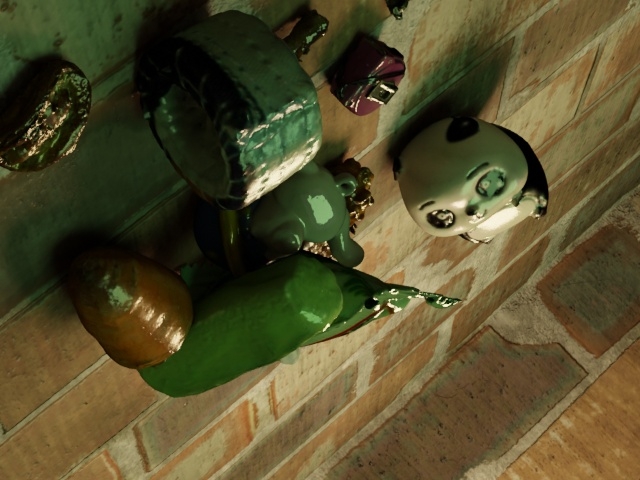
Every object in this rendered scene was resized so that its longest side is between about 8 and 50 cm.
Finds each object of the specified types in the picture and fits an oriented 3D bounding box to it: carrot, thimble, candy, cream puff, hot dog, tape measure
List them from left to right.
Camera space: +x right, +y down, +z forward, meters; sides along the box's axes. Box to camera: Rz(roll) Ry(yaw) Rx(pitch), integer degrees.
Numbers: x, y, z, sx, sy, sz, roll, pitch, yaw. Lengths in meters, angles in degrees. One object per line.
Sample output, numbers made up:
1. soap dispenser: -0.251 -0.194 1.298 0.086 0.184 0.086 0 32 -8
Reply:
1. hot dog: -0.315 -0.136 1.486 0.147 0.065 0.099 -46 151 6
2. carrot: -0.281 0.081 1.852 0.159 0.159 0.225 -45 159 -3
3. thimble: -0.107 -0.159 1.606 0.150 0.237 0.237 -36 158 -25
4. candy: -0.132 0.127 1.982 0.343 0.142 0.132 -26 -156 31
5. candy: 0.007 0.087 2.150 0.263 0.398 0.172 -14 100 -69
6. cream puff: 0.043 -0.081 2.275 0.116 0.122 0.094 -11 169 30
7. tape measure: 0.072 -0.250 2.029 0.118 0.074 0.125 -52 158 20

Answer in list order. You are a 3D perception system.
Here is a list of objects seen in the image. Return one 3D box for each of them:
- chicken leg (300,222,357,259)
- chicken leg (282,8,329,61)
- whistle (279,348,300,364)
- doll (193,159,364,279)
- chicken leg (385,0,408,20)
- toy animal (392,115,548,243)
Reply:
1. chicken leg: 0.000 0.000 2.399 0.105 0.063 0.234 -57 157 17
2. chicken leg: -0.066 -0.234 1.797 0.196 0.080 0.125 -57 169 9
3. whistle: -0.076 0.170 2.587 0.062 0.062 0.312 -40 160 -15
4. doll: -0.075 -0.052 1.949 0.159 0.243 0.311 -69 160 -46
5. chicken leg: 0.194 -0.428 1.964 0.253 0.051 0.106 -50 154 16
6. toy animal: 0.274 -0.121 2.500 0.251 0.251 0.310 -49 150 10
